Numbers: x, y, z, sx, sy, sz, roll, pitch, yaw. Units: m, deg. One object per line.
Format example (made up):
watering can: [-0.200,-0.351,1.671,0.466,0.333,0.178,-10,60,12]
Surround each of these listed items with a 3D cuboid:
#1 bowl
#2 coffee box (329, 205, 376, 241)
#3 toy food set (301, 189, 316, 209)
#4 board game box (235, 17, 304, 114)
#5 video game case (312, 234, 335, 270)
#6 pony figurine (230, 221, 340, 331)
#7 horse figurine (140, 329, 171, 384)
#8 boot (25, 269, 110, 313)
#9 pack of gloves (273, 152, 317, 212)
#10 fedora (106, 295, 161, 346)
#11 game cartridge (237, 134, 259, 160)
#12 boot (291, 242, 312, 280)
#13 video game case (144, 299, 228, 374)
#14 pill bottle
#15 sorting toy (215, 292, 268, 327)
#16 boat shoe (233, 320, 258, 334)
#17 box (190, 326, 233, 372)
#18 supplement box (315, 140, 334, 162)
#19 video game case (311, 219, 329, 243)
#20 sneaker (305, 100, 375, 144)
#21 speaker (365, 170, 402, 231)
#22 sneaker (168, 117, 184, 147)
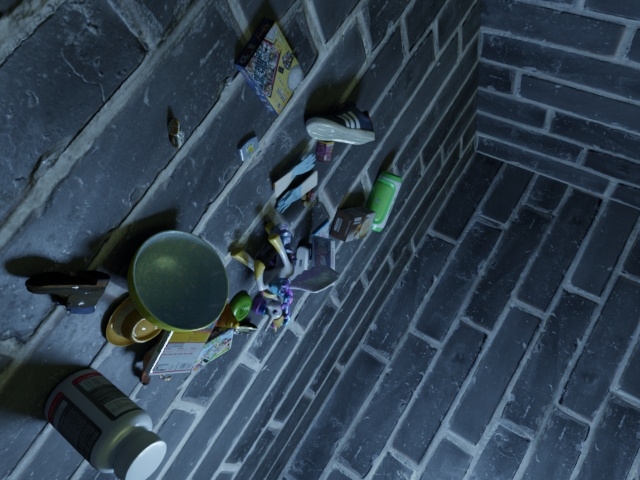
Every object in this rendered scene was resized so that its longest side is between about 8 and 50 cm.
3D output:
bowl: [-0.423,0.131,1.413,0.156,0.289,0.289,-27,-178,40]
coffee box: [0.158,-0.084,2.422,0.247,0.098,0.141,-12,125,-59]
toy food set: [-0.054,-0.183,2.018,0.078,0.019,0.122,-52,145,-23]
board game box: [-0.144,-0.511,1.495,0.165,0.042,0.243,-59,155,-8]
video game case: [0.010,0.079,2.096,0.023,0.201,0.183,-3,97,-23]
pony figurine: [-0.144,0.122,1.894,0.351,0.303,0.363,-43,127,-37]
horse figurine: [-0.506,0.360,1.621,0.263,0.066,0.174,-58,154,-10]
boot: [-0.605,0.135,1.196,0.219,0.082,0.106,2,110,-65]
pack of gloves: [-0.102,-0.222,1.881,0.232,0.046,0.195,-43,157,-27]
fedora: [-0.523,0.242,1.458,0.194,0.079,0.194,-45,150,-35]
game cartridge: [-0.227,-0.295,1.580,0.083,0.017,0.056,-48,147,-30]
boot: [-0.070,0.106,2.203,0.086,0.069,0.189,-25,132,-59]
video game case: [-0.421,0.297,1.603,0.285,0.025,0.204,-61,154,1]
pill bottle: [-0.568,0.499,1.339,0.176,0.319,0.176,-43,149,-34]
sorting toy: [-0.285,0.281,1.900,0.366,0.126,0.127,5,109,-63]
boat shoe: [-0.311,0.355,2.012,0.152,0.056,0.049,22,100,-55]
box: [-0.413,0.398,1.872,0.207,0.036,0.114,-26,136,-52]
supplement box: [0.015,-0.351,1.954,0.055,0.043,0.083,-26,136,-53]
video game case: [0.000,0.000,2.301,0.119,0.015,0.166,-43,148,-36]
sneaker: [0.070,-0.459,1.894,0.350,0.131,0.148,-2,85,-50]
speaker: [0.313,-0.202,2.570,0.131,0.131,0.296,-5,118,-61]
sneaker: [-0.372,-0.283,1.303,0.037,0.032,0.083,-56,163,-48]
